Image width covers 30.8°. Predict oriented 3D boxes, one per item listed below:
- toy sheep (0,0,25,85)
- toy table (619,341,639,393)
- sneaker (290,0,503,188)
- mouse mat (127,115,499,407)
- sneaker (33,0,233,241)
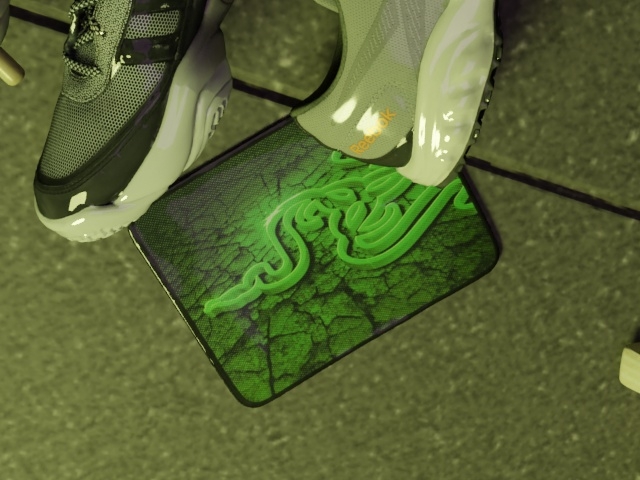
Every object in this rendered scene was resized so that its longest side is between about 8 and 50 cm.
[{"bbox_3d":[-0.198,-0.122,0.567,0.091,0.091,0.132,-45,125,4],"label":"toy sheep"},{"bbox_3d":[0.321,0.110,0.688,0.160,0.252,0.274,-7,98,-27],"label":"toy table"},{"bbox_3d":[0.052,-0.166,0.601,0.108,0.100,0.272,12,102,-2],"label":"sneaker"},{"bbox_3d":[0.000,0.000,0.692,0.189,0.007,0.153,-31,112,-2],"label":"mouse mat"},{"bbox_3d":[-0.105,-0.138,0.550,0.153,0.101,0.269,24,96,-42],"label":"sneaker"}]
